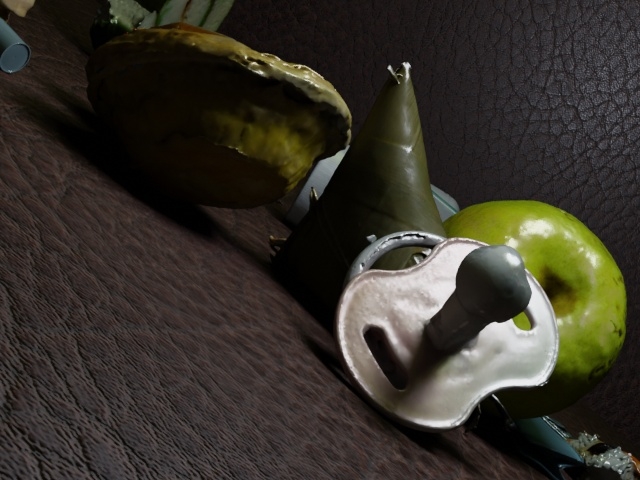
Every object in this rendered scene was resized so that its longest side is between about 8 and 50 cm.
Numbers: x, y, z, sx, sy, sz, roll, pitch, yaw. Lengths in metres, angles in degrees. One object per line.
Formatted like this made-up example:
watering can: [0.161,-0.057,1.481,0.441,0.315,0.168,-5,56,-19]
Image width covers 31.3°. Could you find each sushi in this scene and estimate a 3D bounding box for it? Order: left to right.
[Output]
sushi: [0.505,0.411,2.077,0.103,0.097,0.226,43,-11,-22]

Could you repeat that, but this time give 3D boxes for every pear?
pear: [0.299,0.112,1.876,0.391,0.391,0.391,39,6,-5]

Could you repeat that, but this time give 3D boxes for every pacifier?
pacifier: [0.174,0.104,1.455,0.273,0.332,0.220,9,-66,57]

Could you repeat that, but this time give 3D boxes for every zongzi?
zongzi: [0.154,0.027,1.623,0.181,0.418,0.447,-7,42,-46]

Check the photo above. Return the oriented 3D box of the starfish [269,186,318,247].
starfish: [-0.002,0.001,1.897,0.138,0.050,0.247,22,-32,-14]

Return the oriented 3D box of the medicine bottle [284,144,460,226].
medicine bottle: [0.105,-0.050,2.352,0.306,0.245,0.245,32,6,-3]

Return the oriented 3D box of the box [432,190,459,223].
box: [0.145,0.011,2.141,0.153,0.245,0.092,37,7,-12]

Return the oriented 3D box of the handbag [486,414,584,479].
handbag: [0.342,0.321,1.957,0.144,0.057,0.221,30,10,-27]

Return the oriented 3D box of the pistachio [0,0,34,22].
pistachio: [-0.492,-0.385,1.651,0.157,0.157,0.229,39,11,2]

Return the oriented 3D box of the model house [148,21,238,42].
model house: [-0.259,-0.282,2.176,0.199,0.220,0.229,46,46,-32]

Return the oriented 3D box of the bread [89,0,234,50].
bread: [-0.344,-0.513,2.518,0.129,0.366,0.382,41,39,13]

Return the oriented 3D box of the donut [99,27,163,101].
donut: [-0.226,-0.231,1.776,0.270,0.103,0.269,8,-29,4]

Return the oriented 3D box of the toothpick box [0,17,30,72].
toothpick box: [-0.451,-0.279,1.602,0.083,0.052,0.052,43,7,26]

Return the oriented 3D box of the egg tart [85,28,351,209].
egg tart: [-0.145,-0.152,1.579,0.388,0.169,0.388,8,-18,3]

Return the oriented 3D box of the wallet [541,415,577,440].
wallet: [0.508,0.405,2.450,0.088,0.026,0.129,42,6,23]
